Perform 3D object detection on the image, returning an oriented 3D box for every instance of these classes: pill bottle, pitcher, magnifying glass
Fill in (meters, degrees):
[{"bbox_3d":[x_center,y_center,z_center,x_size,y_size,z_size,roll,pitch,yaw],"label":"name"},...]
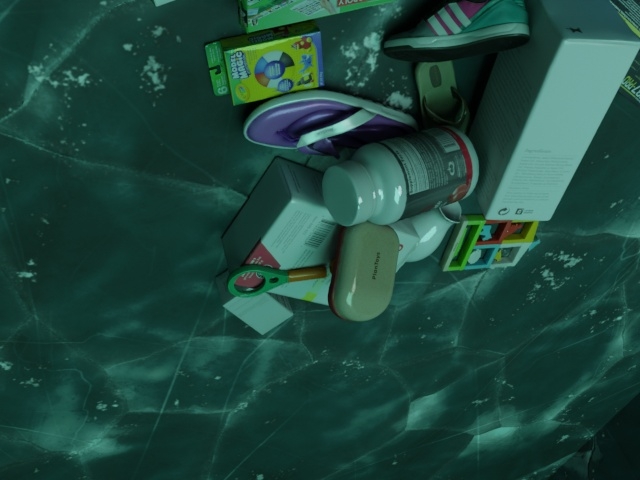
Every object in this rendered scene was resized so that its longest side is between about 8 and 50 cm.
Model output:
[{"bbox_3d":[0.169,-0.133,1.499,0.318,0.176,0.176,-18,139,-29],"label":"pill bottle"},{"bbox_3d":[0.276,-0.044,1.798,0.125,0.178,0.207,47,128,0],"label":"pitcher"},{"bbox_3d":[-0.099,0.085,1.605,0.230,0.026,0.092,-5,135,-12],"label":"magnifying glass"}]

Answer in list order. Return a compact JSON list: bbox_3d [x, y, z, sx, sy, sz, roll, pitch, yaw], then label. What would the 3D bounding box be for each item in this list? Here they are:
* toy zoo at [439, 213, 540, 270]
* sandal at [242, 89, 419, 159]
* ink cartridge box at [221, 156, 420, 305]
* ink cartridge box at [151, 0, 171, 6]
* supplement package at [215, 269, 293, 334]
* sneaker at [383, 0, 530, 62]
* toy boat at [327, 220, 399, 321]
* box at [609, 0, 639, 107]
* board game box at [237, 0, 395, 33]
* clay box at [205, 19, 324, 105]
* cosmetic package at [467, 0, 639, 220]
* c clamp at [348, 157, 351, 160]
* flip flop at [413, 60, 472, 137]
[{"bbox_3d":[0.499,0.002,1.995,0.293,0.030,0.192,-4,133,-20],"label":"toy zoo"},{"bbox_3d":[0.043,-0.230,1.498,0.416,0.102,0.169,-2,146,-25],"label":"sandal"},{"bbox_3d":[0.000,0.000,1.690,0.384,0.160,0.279,17,124,-33],"label":"ink cartridge box"},{"bbox_3d":[-0.208,-0.490,1.186,0.209,0.062,0.109,-25,138,-13],"label":"ink cartridge box"},{"bbox_3d":[-0.170,0.144,1.801,0.105,0.105,0.179,-34,135,10],"label":"supplement package"},{"bbox_3d":[0.262,-0.461,1.382,0.295,0.179,0.124,-1,177,30],"label":"sneaker"},{"bbox_3d":[0.076,0.065,1.569,0.151,0.151,0.231,15,82,-32],"label":"toy boat"},{"bbox_3d":[0.703,-0.506,1.535,0.395,0.097,0.318,20,121,-35],"label":"box"},{"bbox_3d":[0.003,-0.504,1.239,0.317,0.046,0.214,-19,139,-21],"label":"board game box"},{"bbox_3d":[-0.107,-0.347,1.384,0.222,0.053,0.127,-15,137,-9],"label":"clay box"},{"bbox_3d":[0.453,-0.277,1.456,0.161,0.230,0.453,0,138,-10],"label":"cosmetic package"},{"bbox_3d":[0.122,-0.137,1.636,0.160,0.137,0.022,-5,157,-25],"label":"c clamp"},{"bbox_3d":[0.281,-0.304,1.565,0.112,0.080,0.277,-25,140,3],"label":"flip flop"}]
